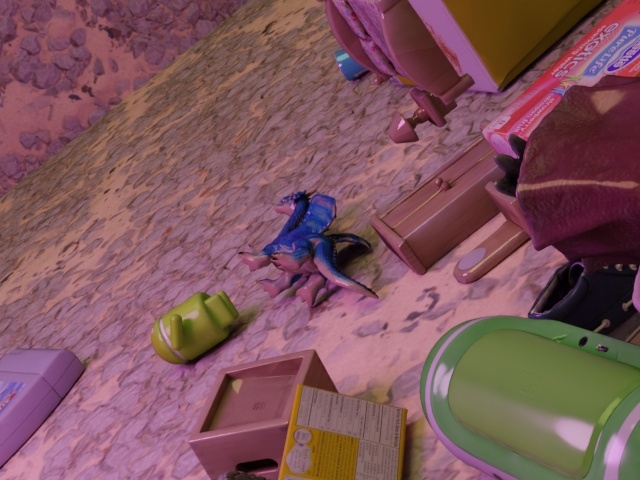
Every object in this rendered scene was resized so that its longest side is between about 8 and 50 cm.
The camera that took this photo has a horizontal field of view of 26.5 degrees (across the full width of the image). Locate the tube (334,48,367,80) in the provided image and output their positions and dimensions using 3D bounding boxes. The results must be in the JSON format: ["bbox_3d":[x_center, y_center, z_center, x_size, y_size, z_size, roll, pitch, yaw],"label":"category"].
[{"bbox_3d":[0.124,-0.323,2.173,0.207,0.052,0.080,-26,29,13],"label":"tube"}]

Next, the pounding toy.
[{"bbox_3d":[-0.056,0.184,1.335,0.141,0.100,0.130,-14,29,24],"label":"pounding toy"}]

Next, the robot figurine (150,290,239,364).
[{"bbox_3d":[-0.158,0.108,1.669,0.115,0.067,0.101,-33,3,13],"label":"robot figurine"}]

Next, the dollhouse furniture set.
[{"bbox_3d":[0.065,-0.153,1.459,0.174,0.355,0.303,-39,21,-2],"label":"dollhouse furniture set"}]

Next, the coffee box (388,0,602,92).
[{"bbox_3d":[0.200,-0.443,1.883,0.338,0.337,0.334,-41,21,-12],"label":"coffee box"}]

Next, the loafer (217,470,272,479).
[{"bbox_3d":[-0.046,0.286,1.114,0.251,0.094,0.087,-116,45,-67],"label":"loafer"}]

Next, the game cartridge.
[{"bbox_3d":[-0.464,0.259,1.864,0.297,0.062,0.198,-48,19,-28],"label":"game cartridge"}]

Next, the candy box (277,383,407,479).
[{"bbox_3d":[0.017,0.200,1.162,0.206,0.105,0.027,-77,3,-60],"label":"candy box"}]

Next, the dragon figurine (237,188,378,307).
[{"bbox_3d":[0.000,0.000,1.620,0.144,0.085,0.289,-46,21,-21],"label":"dragon figurine"}]

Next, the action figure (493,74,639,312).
[{"bbox_3d":[0.310,-0.025,0.876,0.370,0.275,0.248,3,48,41],"label":"action figure"}]

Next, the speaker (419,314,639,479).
[{"bbox_3d":[0.187,0.133,0.982,0.131,0.131,0.296,-42,21,-14],"label":"speaker"}]

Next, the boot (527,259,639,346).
[{"bbox_3d":[0.255,0.031,1.143,0.190,0.086,0.069,-47,23,-25],"label":"boot"}]

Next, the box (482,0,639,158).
[{"bbox_3d":[0.329,-0.142,1.312,0.300,0.142,0.154,-43,21,-14],"label":"box"}]
